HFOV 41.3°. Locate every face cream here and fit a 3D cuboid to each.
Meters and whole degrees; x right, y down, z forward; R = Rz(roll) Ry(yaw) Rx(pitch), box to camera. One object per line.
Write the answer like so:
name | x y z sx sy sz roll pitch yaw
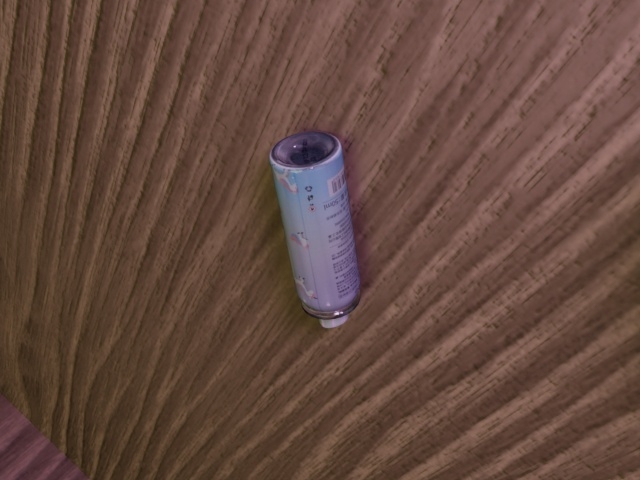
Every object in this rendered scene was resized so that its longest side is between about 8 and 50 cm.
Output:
face cream | 0.000 0.000 0.901 0.075 0.075 0.229 18 134 32
